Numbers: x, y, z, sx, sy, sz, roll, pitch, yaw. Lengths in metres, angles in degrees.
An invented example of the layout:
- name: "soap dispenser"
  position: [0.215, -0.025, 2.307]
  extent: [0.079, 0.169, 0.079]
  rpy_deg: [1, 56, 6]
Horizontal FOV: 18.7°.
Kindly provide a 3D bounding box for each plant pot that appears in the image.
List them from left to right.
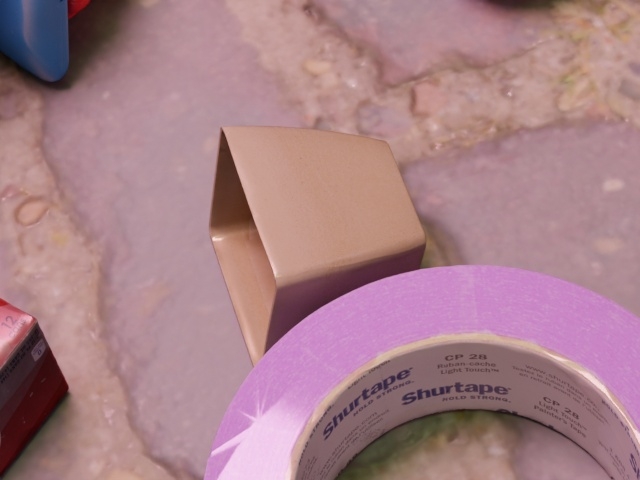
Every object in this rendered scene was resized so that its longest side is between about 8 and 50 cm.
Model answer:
- name: "plant pot"
  position: [0.000, 0.000, 1.099]
  extent: [0.096, 0.109, 0.109]
  rpy_deg: [-11, 59, -14]

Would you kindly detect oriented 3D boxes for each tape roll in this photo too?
- name: "tape roll"
  position: [0.078, 0.152, 1.007]
  extent: [0.274, 0.090, 0.275]
  rpy_deg: [-2, 60, 4]

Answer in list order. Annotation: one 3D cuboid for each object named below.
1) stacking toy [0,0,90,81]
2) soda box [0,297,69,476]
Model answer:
- name: "stacking toy"
  position: [-0.129, -0.261, 1.247]
  extent: [0.165, 0.175, 0.302]
  rpy_deg: [38, 59, 21]
- name: "soda box"
  position: [-0.252, 0.142, 1.044]
  extent: [0.083, 0.092, 0.263]
  rpy_deg: [29, 66, 20]
